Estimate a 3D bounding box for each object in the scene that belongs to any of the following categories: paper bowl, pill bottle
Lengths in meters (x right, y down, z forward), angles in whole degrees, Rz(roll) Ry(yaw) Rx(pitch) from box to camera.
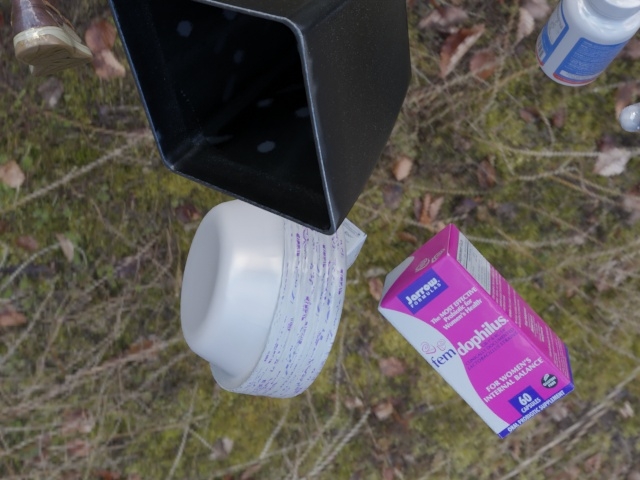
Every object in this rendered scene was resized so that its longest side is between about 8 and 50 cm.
[{"bbox_3d":[-0.089,0.058,1.158,0.148,0.284,0.284,12,118,-23],"label":"paper bowl"},{"bbox_3d":[0.425,-0.341,1.364,0.124,0.124,0.221,-13,166,-9],"label":"pill bottle"}]

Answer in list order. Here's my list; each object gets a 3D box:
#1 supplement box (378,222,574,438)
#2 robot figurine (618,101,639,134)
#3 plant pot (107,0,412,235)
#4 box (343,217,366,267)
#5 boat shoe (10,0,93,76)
[{"bbox_3d":[0.185,0.105,1.043,0.111,0.114,0.220,-42,97,21],"label":"supplement box"},{"bbox_3d":[0.621,-0.181,1.345,0.353,0.299,0.200,-16,109,-46],"label":"robot figurine"},{"bbox_3d":[-0.026,-0.148,0.693,0.167,0.188,0.188,-46,143,-31],"label":"plant pot"},{"bbox_3d":[0.000,0.000,1.520,0.072,0.126,0.137,-46,171,-24],"label":"box"},{"bbox_3d":[-0.509,-0.385,1.630,0.123,0.342,0.123,-18,95,-3],"label":"boat shoe"}]
